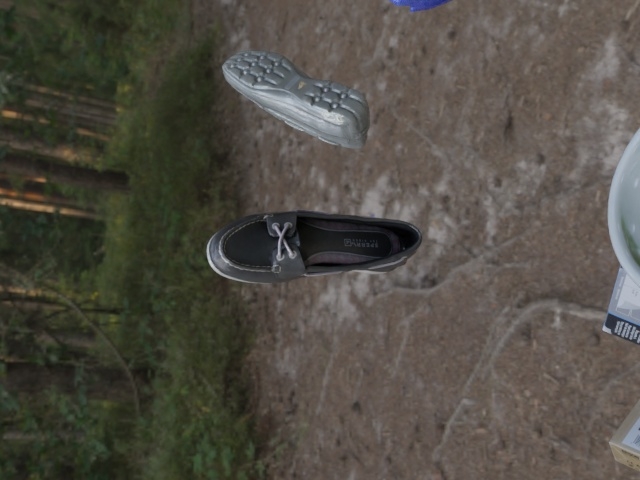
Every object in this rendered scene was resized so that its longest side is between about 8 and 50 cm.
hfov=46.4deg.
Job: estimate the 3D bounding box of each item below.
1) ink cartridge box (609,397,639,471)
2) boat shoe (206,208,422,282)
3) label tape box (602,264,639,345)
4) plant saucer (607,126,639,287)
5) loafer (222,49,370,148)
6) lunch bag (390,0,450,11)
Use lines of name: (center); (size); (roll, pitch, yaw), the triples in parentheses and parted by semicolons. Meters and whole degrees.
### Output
ink cartridge box: (0.866, 0.493, 1.827); (0.193, 0.088, 0.235); (-45, 33, -21)
boat shoe: (0.000, 0.000, 1.121); (0.095, 0.335, 0.112); (-35, 60, 56)
label tape box: (0.729, 0.141, 1.408); (0.334, 0.106, 0.240); (23, 152, 26)
plant saucer: (0.645, -0.073, 1.155); (0.400, 0.101, 0.400); (-35, 45, 46)
loafer: (-0.049, -0.253, 1.354); (0.319, 0.112, 0.111); (32, 153, 28)
lunch bag: (0.195, -0.459, 0.777); (0.328, 0.239, 0.385); (-54, 8, 53)
